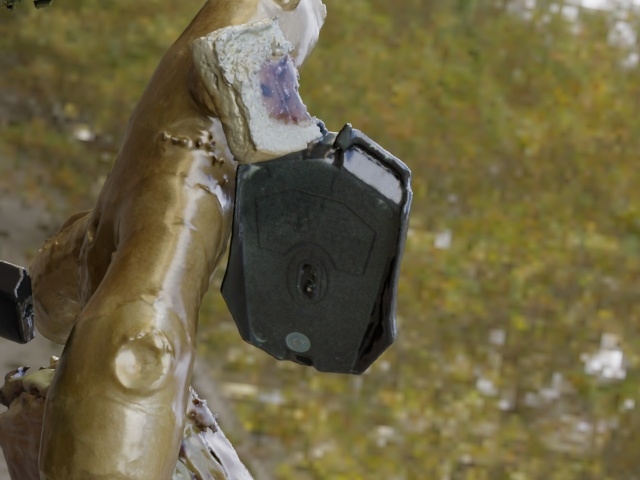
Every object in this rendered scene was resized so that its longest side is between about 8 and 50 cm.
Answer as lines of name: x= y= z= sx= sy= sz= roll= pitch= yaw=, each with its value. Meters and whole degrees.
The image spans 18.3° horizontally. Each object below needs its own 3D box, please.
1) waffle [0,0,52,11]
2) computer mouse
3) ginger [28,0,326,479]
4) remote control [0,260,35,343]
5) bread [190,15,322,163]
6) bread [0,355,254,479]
waffle: x=-0.181 y=-0.214 z=1.005 sx=0.214 sy=0.054 sz=0.207 roll=-15 pitch=-81 yaw=52
computer mouse: x=0.003 y=-0.001 z=1.342 sx=0.071 sy=0.126 sz=0.231 roll=-63 pitch=163 yaw=-45
ginger: x=-0.108 y=-0.007 z=1.336 sx=0.363 sy=0.122 sz=0.348 roll=-94 pitch=-150 yaw=-68
remote control: x=-0.303 y=0.015 z=1.384 sx=0.025 sy=0.245 sz=0.063 roll=-51 pitch=148 yaw=-43
bread: x=-0.038 y=-0.087 z=1.159 sx=0.035 sy=0.070 sz=0.083 roll=-18 pitch=-90 yaw=38
bread: x=-0.153 y=0.246 z=1.834 sx=0.277 sy=0.167 sz=0.324 roll=-9 pitch=-76 yaw=57
